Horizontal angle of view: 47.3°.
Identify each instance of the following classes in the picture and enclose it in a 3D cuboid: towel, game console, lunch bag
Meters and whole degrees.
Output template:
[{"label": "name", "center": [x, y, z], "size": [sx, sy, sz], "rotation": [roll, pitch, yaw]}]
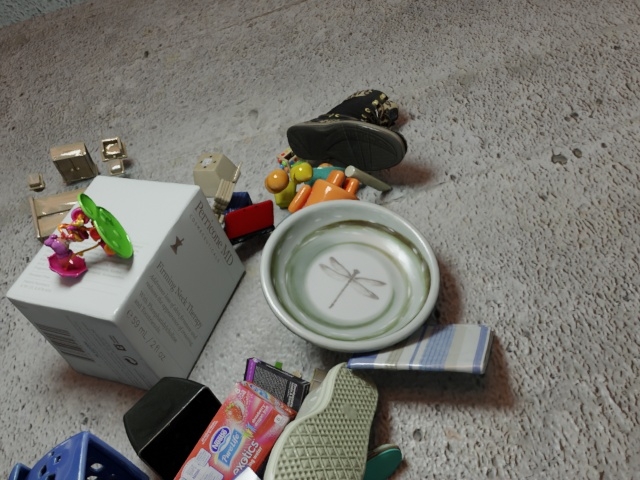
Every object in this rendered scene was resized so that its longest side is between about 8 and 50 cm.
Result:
[{"label": "towel", "center": [0.216, 0.229, 1.540], "size": [0.285, 0.034, 0.209], "rotation": [-2, 16, 18]}, {"label": "game console", "center": [-0.199, -0.044, 1.917], "size": [0.144, 0.085, 0.124], "rotation": [-19, 5, -29]}, {"label": "lunch bag", "center": [-0.229, -0.089, 2.042], "size": [0.065, 0.067, 0.098], "rotation": [-2, 51, 20]}]

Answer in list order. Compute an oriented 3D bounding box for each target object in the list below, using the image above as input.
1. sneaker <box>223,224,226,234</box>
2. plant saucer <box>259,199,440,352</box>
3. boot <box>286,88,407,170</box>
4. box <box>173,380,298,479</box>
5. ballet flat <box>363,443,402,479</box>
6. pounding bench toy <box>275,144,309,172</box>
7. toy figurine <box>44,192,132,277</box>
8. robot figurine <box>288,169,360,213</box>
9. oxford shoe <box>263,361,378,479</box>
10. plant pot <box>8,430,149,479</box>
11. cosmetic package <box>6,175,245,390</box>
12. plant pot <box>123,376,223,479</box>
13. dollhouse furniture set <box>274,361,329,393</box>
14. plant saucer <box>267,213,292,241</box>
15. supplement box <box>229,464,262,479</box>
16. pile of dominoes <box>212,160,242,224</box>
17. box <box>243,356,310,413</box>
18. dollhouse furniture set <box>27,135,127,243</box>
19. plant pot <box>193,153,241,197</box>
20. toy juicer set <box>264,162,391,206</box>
[{"label": "sneaker", "center": [-0.234, -0.023, 1.989], "size": [0.135, 0.058, 0.052], "rotation": [-33, 46, -12]}, {"label": "plant saucer", "center": [0.063, 0.089, 1.645], "size": [0.400, 0.100, 0.400], "rotation": [2, 53, -2]}, {"label": "boot", "center": [0.127, -0.314, 2.022], "size": [0.377, 0.138, 0.284], "rotation": [8, 34, 40]}, {"label": "box", "center": [-0.169, 0.415, 1.428], "size": [0.128, 0.122, 0.257], "rotation": [32, 87, 10]}, {"label": "ballet flat", "center": [0.060, 0.468, 1.421], "size": [0.221, 0.077, 0.079], "rotation": [-42, 28, -19]}, {"label": "pounding bench toy", "center": [-0.080, -0.231, 2.130], "size": [0.065, 0.052, 0.083], "rotation": [-42, 48, -19]}, {"label": "toy figurine", "center": [-0.515, 0.007, 1.544], "size": [0.159, 0.173, 0.130], "rotation": [-32, 33, 7]}, {"label": "robot figurine", "center": [0.017, -0.064, 1.802], "size": [0.128, 0.158, 0.219], "rotation": [29, 92, 36]}, {"label": "oxford shoe", "center": [-0.001, 0.387, 1.371], "size": [0.130, 0.169, 0.449], "rotation": [-47, 1, 25]}, {"label": "plant pot", "center": [-0.490, 0.550, 1.434], "size": [0.212, 0.236, 0.236], "rotation": [-20, 44, 11]}, {"label": "cosmetic package", "center": [-0.449, 0.100, 1.762], "size": [0.327, 0.329, 0.394], "rotation": [7, 53, 26]}, {"label": "plant pot", "center": [-0.306, 0.400, 1.547], "size": [0.188, 0.187, 0.167], "rotation": [-45, 38, -22]}, {"label": "dollhouse furniture set", "center": [-0.037, 0.322, 1.619], "size": [0.151, 0.058, 0.076], "rotation": [16, 46, 8]}, {"label": "plant saucer", "center": [0.000, 0.000, 1.894], "size": [0.317, 0.044, 0.317], "rotation": [-11, 45, 11]}, {"label": "supplement box", "center": [-0.107, 0.523, 1.319], "size": [0.111, 0.220, 0.114], "rotation": [-40, 49, -17]}, {"label": "pile of dominoes", "center": [-0.278, -0.083, 1.931], "size": [0.040, 0.251, 0.196], "rotation": [21, 59, -13]}, {"label": "box", "center": [-0.101, 0.334, 1.578], "size": [0.162, 0.116, 0.029], "rotation": [19, 13, 33]}, {"label": "dollhouse furniture set", "center": [-0.721, -0.107, 2.262], "size": [0.303, 0.174, 0.355], "rotation": [-13, 74, -9]}, {"label": "plant pot", "center": [-0.315, -0.198, 2.155], "size": [0.109, 0.096, 0.109], "rotation": [3, 50, 22]}, {"label": "toy juicer set", "center": [0.007, -0.174, 1.934], "size": [0.329, 0.209, 0.089], "rotation": [-7, 73, 14]}]
